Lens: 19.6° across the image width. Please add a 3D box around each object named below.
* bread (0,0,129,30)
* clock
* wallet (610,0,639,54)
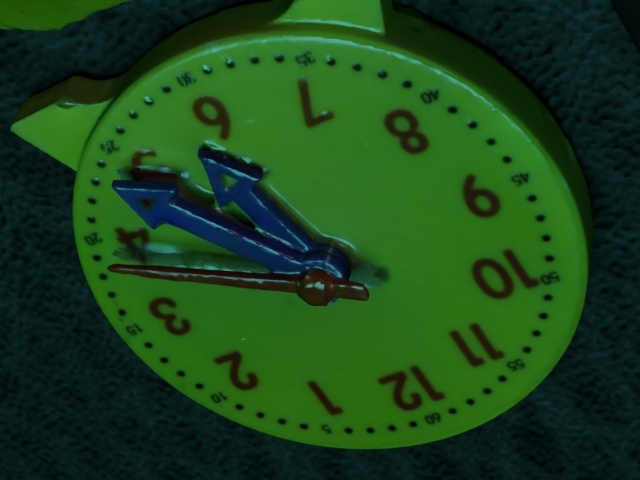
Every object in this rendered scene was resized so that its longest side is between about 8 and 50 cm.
[{"bbox_3d":[-0.121,-0.199,0.779,0.197,0.170,0.197,7,131,8],"label":"bread"},{"bbox_3d":[0.000,0.004,0.979,0.277,0.071,0.293,-28,118,30],"label":"clock"},{"bbox_3d":[0.196,-0.150,0.778,0.228,0.062,0.406,-6,128,44],"label":"wallet"}]
